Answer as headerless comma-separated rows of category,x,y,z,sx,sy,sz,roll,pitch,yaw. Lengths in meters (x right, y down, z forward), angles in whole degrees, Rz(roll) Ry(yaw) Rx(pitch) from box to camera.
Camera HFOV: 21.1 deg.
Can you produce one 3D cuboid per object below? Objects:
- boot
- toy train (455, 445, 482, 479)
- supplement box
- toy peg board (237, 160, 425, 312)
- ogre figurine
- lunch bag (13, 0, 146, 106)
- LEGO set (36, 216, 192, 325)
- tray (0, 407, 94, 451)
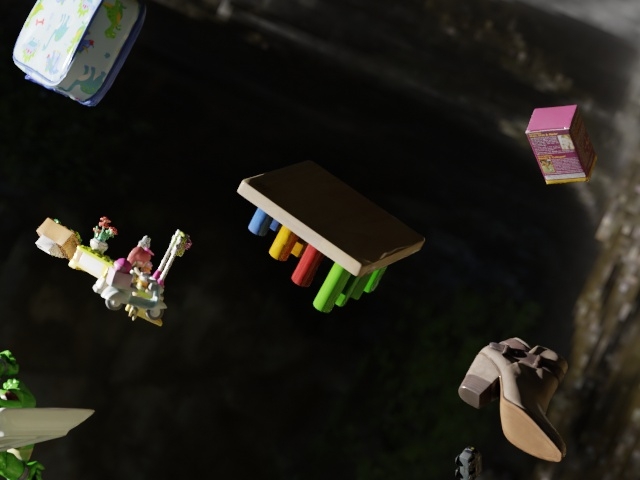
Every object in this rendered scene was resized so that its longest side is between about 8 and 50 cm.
boot,0.174,0.124,1.409,0.087,0.118,0.042,-33,-33,-37
toy train,0.182,0.308,2.086,0.036,0.027,0.158,-44,-36,-36
supplement box,0.277,-0.109,1.973,0.083,0.055,0.043,63,-142,-37
toy peg board,0.000,0.000,1.815,0.079,0.160,0.161,-62,-18,22
ogre figurine,-0.436,0.238,2.335,0.118,0.096,0.197,30,-120,-61
lunch bag,-0.338,-0.286,2.397,0.090,0.219,0.176,28,-89,-33
LEGO set,-0.236,0.013,2.091,0.107,0.132,0.287,-63,32,3
tray,-0.410,0.237,2.062,0.145,0.270,0.030,6,-108,-50
